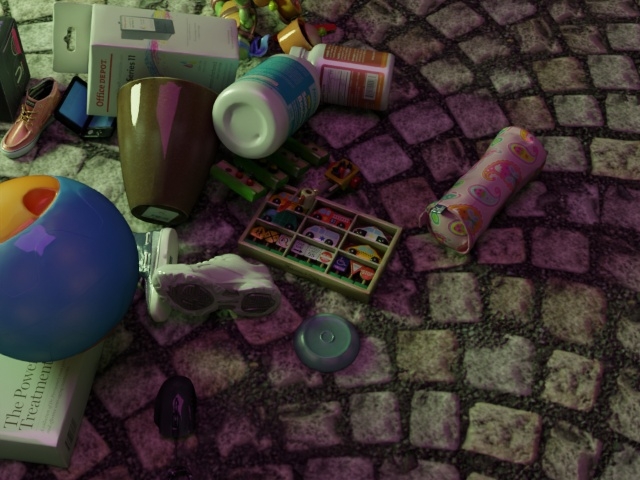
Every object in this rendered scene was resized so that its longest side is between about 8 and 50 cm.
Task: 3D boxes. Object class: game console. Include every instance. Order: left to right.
[{"bbox_3d":[-0.462,-0.272,1.914,0.107,0.071,0.122,2,53,20],"label":"game console"}]

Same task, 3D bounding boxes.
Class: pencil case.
[{"bbox_3d":[0.313,-0.099,1.809,0.124,0.124,0.284,36,62,20],"label":"pencil case"}]

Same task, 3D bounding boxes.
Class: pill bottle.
[{"bbox_3d":[-0.090,-0.270,1.817,0.146,0.146,0.264,21,35,12],"label":"pill bottle"},{"bbox_3d":[0.041,-0.344,1.966,0.216,0.121,0.121,9,55,4],"label":"pill bottle"}]

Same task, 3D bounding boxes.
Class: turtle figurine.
[{"bbox_3d":[-0.235,-0.516,2.030,0.274,0.198,0.266,3,49,-4],"label":"turtle figurine"}]

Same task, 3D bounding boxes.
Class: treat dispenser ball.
[{"bbox_3d":[-0.424,0.042,1.448,0.288,0.288,0.288,1,54,-2],"label":"treat dispenser ball"}]

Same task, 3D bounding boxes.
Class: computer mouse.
[{"bbox_3d":[-0.237,0.325,1.524,0.071,0.041,0.242,-1,55,-5],"label":"computer mouse"}]

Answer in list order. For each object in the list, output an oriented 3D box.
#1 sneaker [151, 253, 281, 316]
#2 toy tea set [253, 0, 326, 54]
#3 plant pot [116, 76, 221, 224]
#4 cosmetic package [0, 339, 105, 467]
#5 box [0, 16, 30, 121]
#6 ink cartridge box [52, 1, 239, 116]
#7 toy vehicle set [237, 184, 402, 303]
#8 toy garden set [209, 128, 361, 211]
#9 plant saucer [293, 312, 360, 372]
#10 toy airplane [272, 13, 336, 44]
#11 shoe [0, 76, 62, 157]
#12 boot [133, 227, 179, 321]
[{"bbox_3d":[-0.189,0.070,1.674,0.232,0.090,0.115,11,36,-25],"label":"sneaker"},{"bbox_3d":[-0.080,-0.559,2.008,0.124,0.336,0.200,-26,19,19],"label":"toy tea set"},{"bbox_3d":[-0.291,-0.154,1.783,0.215,0.215,0.231,4,71,0],"label":"plant pot"},{"bbox_3d":[-0.519,0.173,1.586,0.284,0.097,0.377,5,55,4],"label":"cosmetic package"},{"bbox_3d":[-0.748,-0.356,1.905,0.270,0.165,0.143,6,54,1],"label":"box"},{"bbox_3d":[-0.350,-0.344,1.860,0.353,0.207,0.119,3,55,-13],"label":"ink cartridge box"},{"bbox_3d":[0.000,0.000,1.771,0.266,0.035,0.166,21,56,11],"label":"toy vehicle set"},{"bbox_3d":[-0.054,-0.137,1.810,0.203,0.049,0.244,34,41,21],"label":"toy garden set"},{"bbox_3d":[0.011,0.174,1.657,0.119,0.021,0.119,2,54,-2],"label":"plant saucer"},{"bbox_3d":[-0.030,-0.452,2.096,0.151,0.028,0.151,0,55,-1],"label":"toy airplane"},{"bbox_3d":[-0.583,-0.249,1.889,0.063,0.081,0.178,25,57,14],"label":"shoe"},{"bbox_3d":[-0.310,0.065,1.700,0.086,0.069,0.190,-7,53,13],"label":"boot"}]
